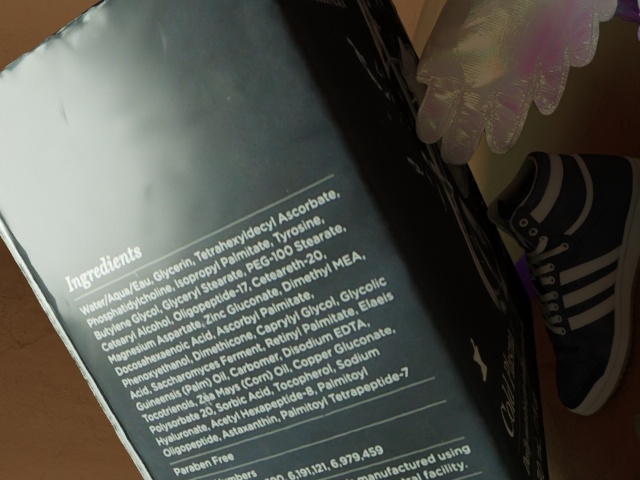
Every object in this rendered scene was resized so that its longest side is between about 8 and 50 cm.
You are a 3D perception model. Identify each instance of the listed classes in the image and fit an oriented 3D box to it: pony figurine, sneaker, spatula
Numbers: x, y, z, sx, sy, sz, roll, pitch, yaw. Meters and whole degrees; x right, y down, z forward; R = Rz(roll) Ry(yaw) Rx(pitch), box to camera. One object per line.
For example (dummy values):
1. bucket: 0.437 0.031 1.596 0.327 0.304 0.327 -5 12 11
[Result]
1. pony figurine: 0.275 -0.196 0.460 0.363 0.303 0.351 21 94 69
2. sneaker: 0.252 0.041 0.675 0.099 0.153 0.282 -127 46 -83
3. spatula: 0.278 0.120 0.918 0.084 0.030 0.296 -94 15 -58

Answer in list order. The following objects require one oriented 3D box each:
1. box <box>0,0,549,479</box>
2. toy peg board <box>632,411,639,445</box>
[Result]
1. box: 0.000 0.000 0.648 0.471 0.297 0.480 62 -158 -8
2. toy peg board: 0.304 0.184 0.402 0.161 0.079 0.160 113 150 -71
